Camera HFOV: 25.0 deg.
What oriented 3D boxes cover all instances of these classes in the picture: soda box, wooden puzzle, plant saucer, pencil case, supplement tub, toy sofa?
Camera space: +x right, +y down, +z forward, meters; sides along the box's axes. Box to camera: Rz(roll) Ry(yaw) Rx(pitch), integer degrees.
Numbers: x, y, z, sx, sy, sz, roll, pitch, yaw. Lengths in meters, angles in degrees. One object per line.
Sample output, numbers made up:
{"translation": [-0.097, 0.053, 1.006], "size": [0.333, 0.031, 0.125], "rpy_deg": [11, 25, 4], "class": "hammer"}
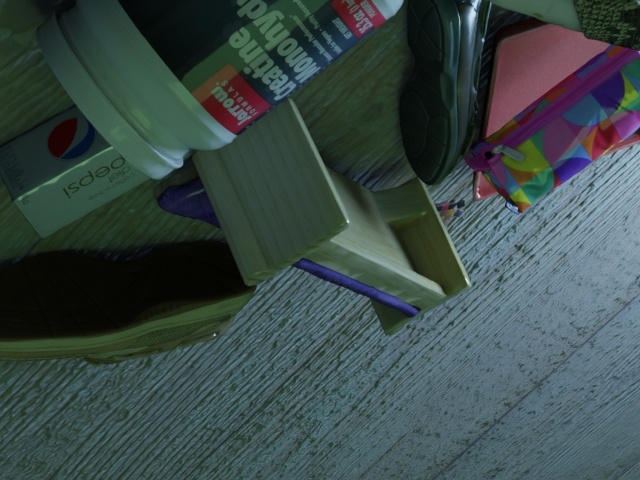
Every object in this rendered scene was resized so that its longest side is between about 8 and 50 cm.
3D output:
{"translation": [-0.196, -0.094, 1.376], "size": [0.216, 0.069, 0.074], "rpy_deg": [-29, 147, -4], "class": "soda box"}
{"translation": [0.138, -0.026, 1.771], "size": [0.083, 0.006, 0.049], "rpy_deg": [-11, 140, -27], "class": "wooden puzzle"}
{"translation": [0.289, -0.182, 1.662], "size": [0.258, 0.048, 0.259], "rpy_deg": [-20, 143, -17], "class": "plant saucer"}
{"translation": [0.276, -0.127, 1.596], "size": [0.236, 0.104, 0.104], "rpy_deg": [-37, 145, 4], "class": "pencil case"}
{"translation": [-0.083, -0.198, 1.228], "size": [0.272, 0.191, 0.191], "rpy_deg": [-38, 145, 7], "class": "supplement tub"}
{"translation": [0.000, 0.000, 1.501], "size": [0.177, 0.150, 0.362], "rpy_deg": [-31, 157, 16], "class": "toy sofa"}

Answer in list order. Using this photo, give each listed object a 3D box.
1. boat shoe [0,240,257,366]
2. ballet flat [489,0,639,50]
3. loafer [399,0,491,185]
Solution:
{"translation": [-0.223, 0.086, 1.529], "size": [0.341, 0.121, 0.110], "rpy_deg": [-6, 137, -34], "class": "boat shoe"}
{"translation": [0.205, -0.319, 1.358], "size": [0.182, 0.164, 0.483], "rpy_deg": [-23, 141, 14], "class": "ballet flat"}
{"translation": [0.142, -0.168, 1.531], "size": [0.084, 0.096, 0.267], "rpy_deg": [-25, 143, -20], "class": "loafer"}
